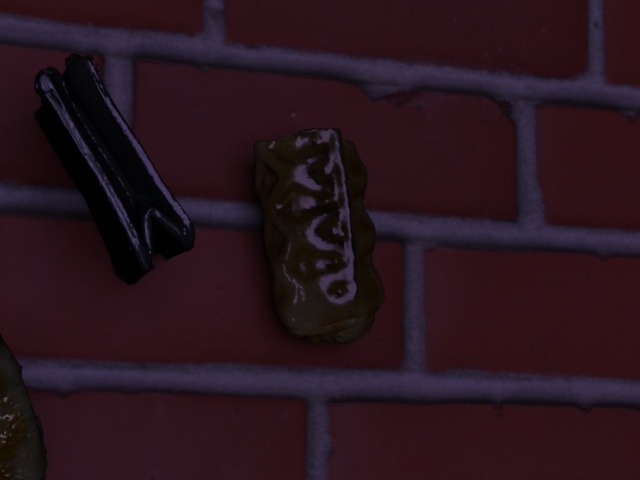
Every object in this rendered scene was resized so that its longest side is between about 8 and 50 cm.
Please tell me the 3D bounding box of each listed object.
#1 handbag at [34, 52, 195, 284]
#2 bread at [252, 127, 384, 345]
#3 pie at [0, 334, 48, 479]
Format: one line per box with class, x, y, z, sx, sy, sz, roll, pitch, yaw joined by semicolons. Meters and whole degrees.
handbag;-0.248;-0.080;1.680;0.079;0.247;0.260;-30;93;-14
bread;0.000;0.000;1.817;0.152;0.130;0.268;-7;85;-25
pie;-0.447;0.250;1.536;0.371;0.078;0.296;-45;111;0
